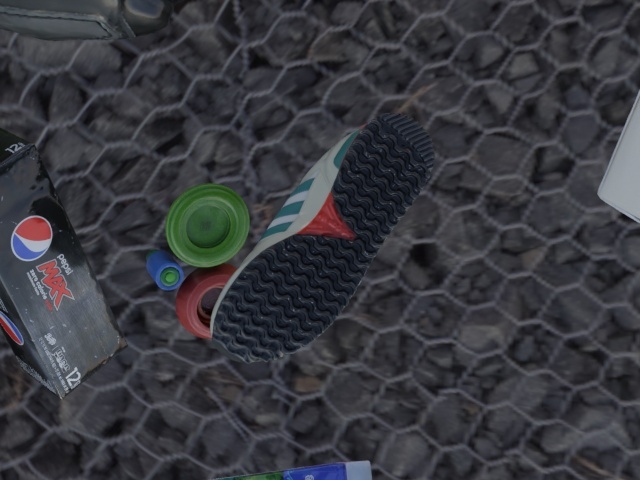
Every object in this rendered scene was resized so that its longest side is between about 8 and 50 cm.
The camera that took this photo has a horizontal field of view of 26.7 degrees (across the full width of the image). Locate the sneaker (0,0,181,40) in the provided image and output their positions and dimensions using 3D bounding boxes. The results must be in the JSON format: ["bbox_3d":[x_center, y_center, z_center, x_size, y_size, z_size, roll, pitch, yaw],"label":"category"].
[{"bbox_3d":[-0.037,-0.159,0.444,0.135,0.098,0.276,16,55,28],"label":"sneaker"}]

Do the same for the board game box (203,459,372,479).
[{"bbox_3d":[-0.091,0.378,1.229,0.318,0.066,0.319,-12,76,23],"label":"board game box"}]

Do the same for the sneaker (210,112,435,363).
[{"bbox_3d":[0.000,0.000,0.741,0.057,0.075,0.161,38,90,-7],"label":"sneaker"}]

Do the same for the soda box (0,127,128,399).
[{"bbox_3d":[-0.181,0.014,0.832,0.060,0.053,0.169,-39,132,-26],"label":"soda box"}]

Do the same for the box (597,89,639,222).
[{"bbox_3d":[0.302,-0.108,0.809,0.121,0.148,0.311,32,38,20],"label":"box"}]

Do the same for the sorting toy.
[{"bbox_3d":[-0.075,0.010,0.813,0.061,0.042,0.102,-11,112,-18],"label":"sorting toy"}]
